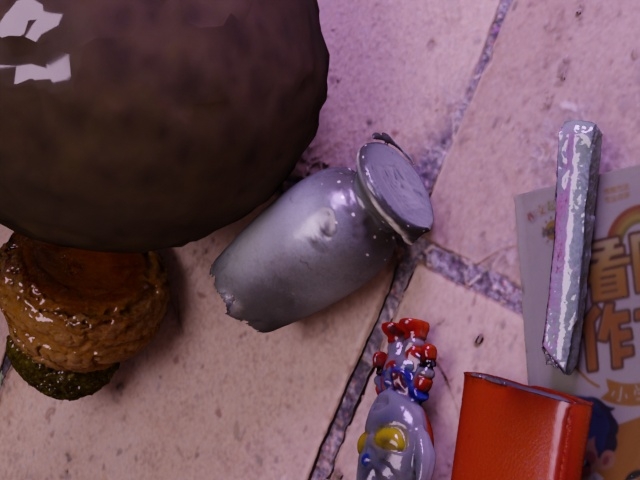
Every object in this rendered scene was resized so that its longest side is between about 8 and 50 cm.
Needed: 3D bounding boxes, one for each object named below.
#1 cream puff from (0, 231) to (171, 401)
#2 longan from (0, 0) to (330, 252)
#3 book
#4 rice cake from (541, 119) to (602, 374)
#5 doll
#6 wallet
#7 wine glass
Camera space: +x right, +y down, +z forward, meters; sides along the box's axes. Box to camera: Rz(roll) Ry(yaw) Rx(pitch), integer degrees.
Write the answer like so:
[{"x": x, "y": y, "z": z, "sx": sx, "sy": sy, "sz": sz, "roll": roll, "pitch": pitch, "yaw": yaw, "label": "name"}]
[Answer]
[{"x": -0.255, "y": 0.082, "z": 1.550, "sx": 0.183, "sy": 0.183, "sz": 0.169, "roll": 51, "pitch": 139, "yaw": 35, "label": "cream puff"}, {"x": -0.183, "y": -0.174, "z": 1.375, "sx": 0.391, "sy": 0.391, "sz": 0.391, "roll": -9, "pitch": 75, "yaw": 39, "label": "longan"}, {"x": 0.253, "y": 0.085, "z": 1.192, "sx": 0.208, "sy": 0.020, "sz": 0.295, "roll": -15, "pitch": 72, "yaw": 39, "label": "book"}, {"x": 0.203, "y": 0.005, "z": 1.217, "sx": 0.033, "sy": 0.033, "sz": 0.207, "roll": 3, "pitch": 83, "yaw": 33, "label": "rice cake"}, {"x": 0.067, "y": 0.165, "z": 1.306, "sx": 0.104, "sy": 0.062, "sz": 0.195, "roll": -6, "pitch": 71, "yaw": 38, "label": "doll"}, {"x": 0.154, "y": 0.216, "z": 1.212, "sx": 0.142, "sy": 0.045, "sz": 0.204, "roll": 11, "pitch": 94, "yaw": 57, "label": "wallet"}, {"x": 0.000, "y": 0.000, "z": 1.362, "sx": 0.204, "sy": 0.111, "sz": 0.111, "roll": -35, "pitch": 61, "yaw": 25, "label": "wine glass"}]
